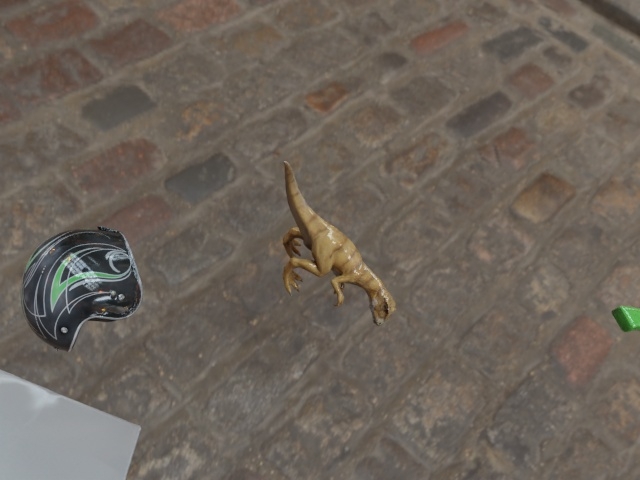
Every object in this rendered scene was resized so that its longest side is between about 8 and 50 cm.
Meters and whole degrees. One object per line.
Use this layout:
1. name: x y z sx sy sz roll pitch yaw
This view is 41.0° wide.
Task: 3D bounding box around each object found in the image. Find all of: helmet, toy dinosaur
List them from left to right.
1. helmet: -0.348 0.069 1.230 0.161 0.169 0.169 -15 59 -21
2. toy dinosaur: 0.000 0.000 0.879 0.211 0.112 0.064 49 42 -22

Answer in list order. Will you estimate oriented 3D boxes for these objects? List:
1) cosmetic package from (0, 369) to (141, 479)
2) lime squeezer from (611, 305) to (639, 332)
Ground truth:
1. cosmetic package: -0.263 0.156 0.605 0.238 0.107 0.127 33 51 -24
2. lime squeezer: 0.366 0.056 0.673 0.310 0.059 0.110 -20 59 -25
